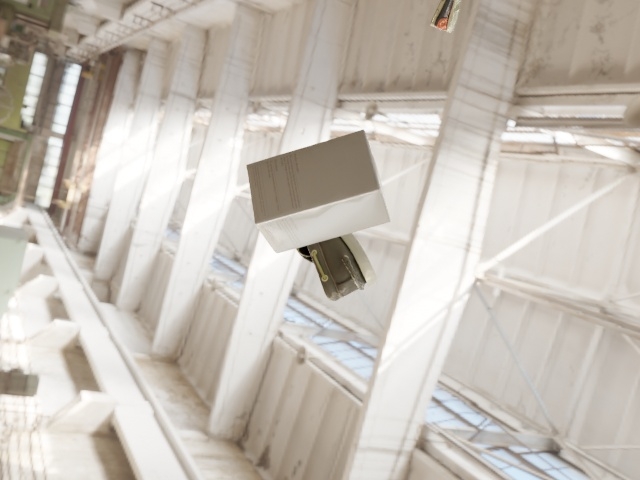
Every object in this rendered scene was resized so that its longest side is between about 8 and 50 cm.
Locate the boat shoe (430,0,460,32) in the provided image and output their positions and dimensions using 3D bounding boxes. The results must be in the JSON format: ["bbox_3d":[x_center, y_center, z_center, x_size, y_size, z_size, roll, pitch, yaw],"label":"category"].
[{"bbox_3d":[0.232,-0.442,1.183,0.043,0.049,0.137,27,-52,21],"label":"boat shoe"}]

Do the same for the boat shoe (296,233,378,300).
[{"bbox_3d":[-0.002,-0.003,1.176,0.091,0.109,0.305,-31,-143,-4],"label":"boat shoe"}]

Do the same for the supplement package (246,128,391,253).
[{"bbox_3d":[-0.002,-0.067,0.956,0.179,0.105,0.105,-15,-119,8],"label":"supplement package"}]
